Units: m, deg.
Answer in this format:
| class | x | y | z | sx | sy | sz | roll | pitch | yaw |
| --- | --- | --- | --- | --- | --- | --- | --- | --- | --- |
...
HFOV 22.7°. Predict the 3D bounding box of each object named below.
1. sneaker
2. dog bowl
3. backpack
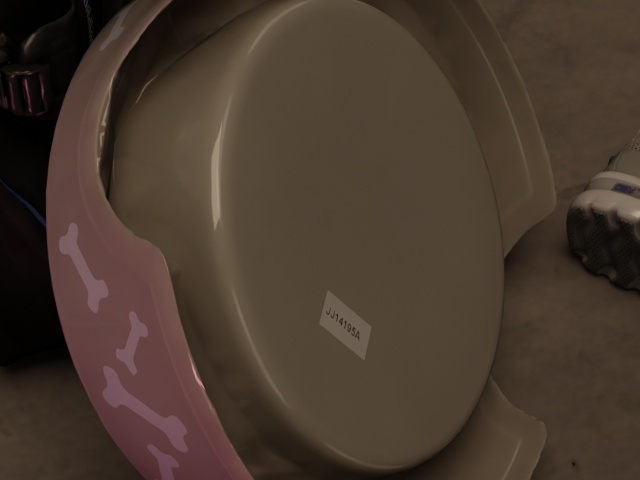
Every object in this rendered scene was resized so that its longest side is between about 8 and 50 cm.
| class | x | y | z | sx | sy | sz | roll | pitch | yaw |
| --- | --- | --- | --- | --- | --- | --- | --- | --- | --- |
| sneaker | 0.297 | 0.000 | 0.958 | 0.281 | 0.105 | 0.115 | 25 | 61 | 15 |
| dog bowl | 0.000 | 0.000 | 0.843 | 0.102 | 0.349 | 0.349 | -11 | 50 | 38 |
| backpack | -0.196 | -0.086 | 0.937 | 0.213 | 0.276 | 0.263 | -5 | 54 | 12 |
